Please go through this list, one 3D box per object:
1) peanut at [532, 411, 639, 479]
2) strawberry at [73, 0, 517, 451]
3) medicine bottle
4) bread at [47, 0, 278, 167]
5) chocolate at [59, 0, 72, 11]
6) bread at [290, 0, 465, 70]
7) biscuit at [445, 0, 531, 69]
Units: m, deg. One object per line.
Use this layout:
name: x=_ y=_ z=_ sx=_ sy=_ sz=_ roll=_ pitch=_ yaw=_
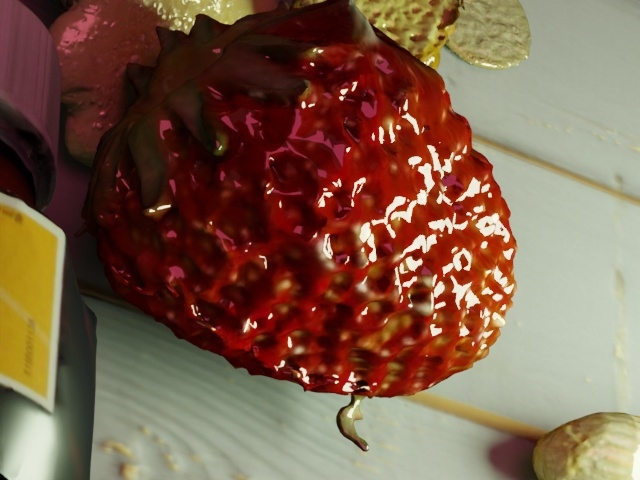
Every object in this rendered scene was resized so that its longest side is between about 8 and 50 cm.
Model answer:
peanut: x=0.265 y=0.183 z=1.196 sx=0.206 sy=0.087 sz=0.087 roll=6 pitch=60 yaw=-27
strawberry: x=-0.002 y=0.002 z=1.063 sx=0.343 sy=0.292 sz=0.292 roll=50 pitch=48 yaw=-21
medicine bottle: x=-0.251 y=0.022 z=0.923 sx=0.242 sy=0.242 sz=0.395 roll=17 pitch=41 yaw=-20
bread: x=-0.119 y=-0.173 z=1.154 sx=0.039 sy=0.182 sz=0.251 roll=17 pitch=42 yaw=35
chocolate: x=-0.183 y=-0.293 z=1.188 sx=0.147 sy=0.221 sz=0.221 roll=38 pitch=48 yaw=21
bread: x=0.038 y=-0.205 z=1.268 sx=0.143 sy=0.139 sz=0.229 roll=27 pitch=52 yaw=-10
biscuit: x=0.151 y=-0.212 z=1.413 sx=0.120 sy=0.015 sz=0.120 roll=14 pitch=56 yaw=-22
